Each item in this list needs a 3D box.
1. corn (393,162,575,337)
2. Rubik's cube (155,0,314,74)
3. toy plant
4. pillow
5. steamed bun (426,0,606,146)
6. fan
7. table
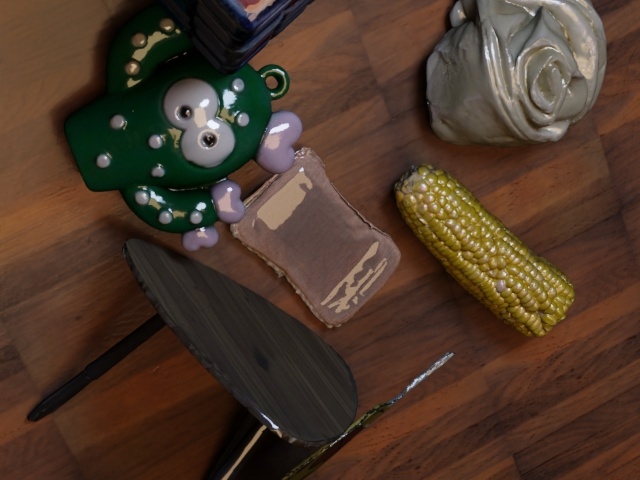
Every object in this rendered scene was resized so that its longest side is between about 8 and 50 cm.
[{"bbox_3d":[0.197,0.012,1.532,0.101,0.101,0.292,-48,116,-2],"label":"corn"},{"bbox_3d":[-0.071,-0.361,1.171,0.293,0.292,0.287,-43,96,-7],"label":"Rubik's cube"},{"bbox_3d":[-0.143,-0.126,1.350,0.232,0.112,0.243,44,92,-15],"label":"toy plant"},{"bbox_3d":[-0.002,0.003,1.489,0.135,0.034,0.211,-46,118,-7],"label":"pillow"},{"bbox_3d":[0.238,-0.203,1.455,0.218,0.144,0.211,-1,106,-22],"label":"steamed bun"},{"bbox_3d":[0.028,0.232,1.486,0.335,0.229,0.011,-37,79,-10],"label":"fan"},{"bbox_3d":[-0.132,0.205,1.407,0.317,0.317,0.249,32,105,-26],"label":"table"}]
